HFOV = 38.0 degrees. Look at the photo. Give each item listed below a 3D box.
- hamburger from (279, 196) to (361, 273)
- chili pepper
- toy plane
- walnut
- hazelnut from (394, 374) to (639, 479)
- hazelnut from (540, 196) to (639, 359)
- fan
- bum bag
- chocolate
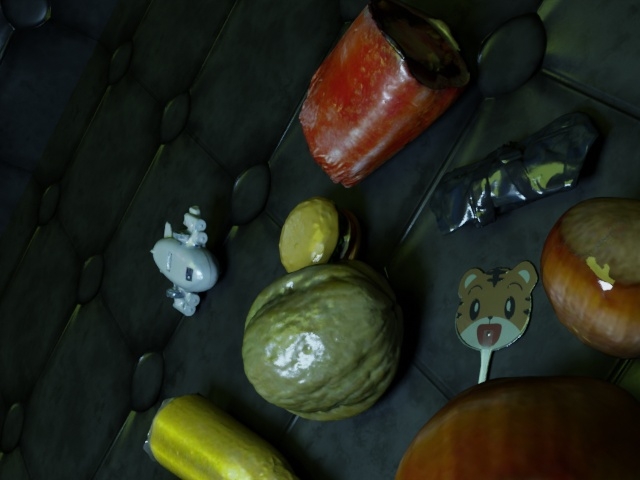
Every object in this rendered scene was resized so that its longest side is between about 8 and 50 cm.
[{"bbox_3d":[0.000,0.000,1.699,0.162,0.115,0.161,-23,59,43],"label":"hamburger"},{"bbox_3d":[0.082,-0.265,1.639,0.305,0.229,0.251,-38,63,33],"label":"chili pepper"},{"bbox_3d":[-0.292,0.044,2.051,0.245,0.118,0.244,0,90,54],"label":"toy plane"},{"bbox_3d":[0.007,0.165,1.522,0.283,0.227,0.282,4,103,19],"label":"walnut"},{"bbox_3d":[0.242,0.321,1.093,0.366,0.366,0.365,-26,54,42],"label":"hazelnut"},{"bbox_3d":[0.369,0.048,1.171,0.214,0.177,0.214,179,90,-74],"label":"hazelnut"},{"bbox_3d":[0.255,0.142,1.400,0.153,0.008,0.226,-8,66,48],"label":"fan"},{"bbox_3d":[0.288,-0.097,1.424,0.310,0.074,0.137,-26,44,42],"label":"bum bag"},{"bbox_3d":[-0.151,0.415,1.652,0.445,0.162,0.162,17,87,53],"label":"chocolate"}]
